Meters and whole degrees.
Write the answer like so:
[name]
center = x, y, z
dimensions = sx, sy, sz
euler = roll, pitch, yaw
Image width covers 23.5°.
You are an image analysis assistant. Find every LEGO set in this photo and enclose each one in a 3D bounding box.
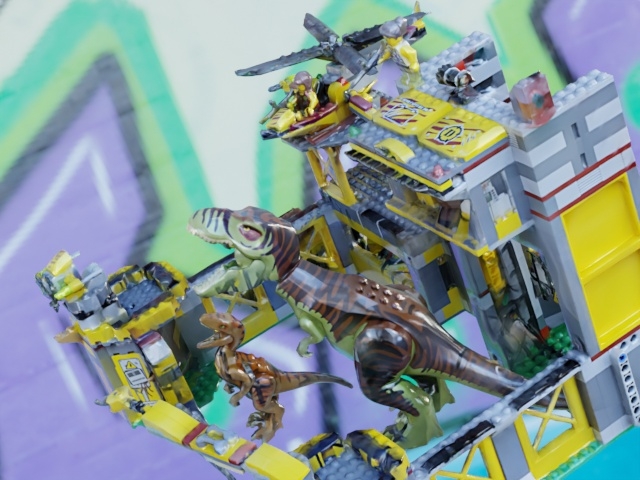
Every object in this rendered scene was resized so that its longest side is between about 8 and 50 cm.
[LEGO set]
center = 0.000, 0.000, 0.706
dimensions = 0.255, 0.192, 0.331
euler = -27, 30, -10
